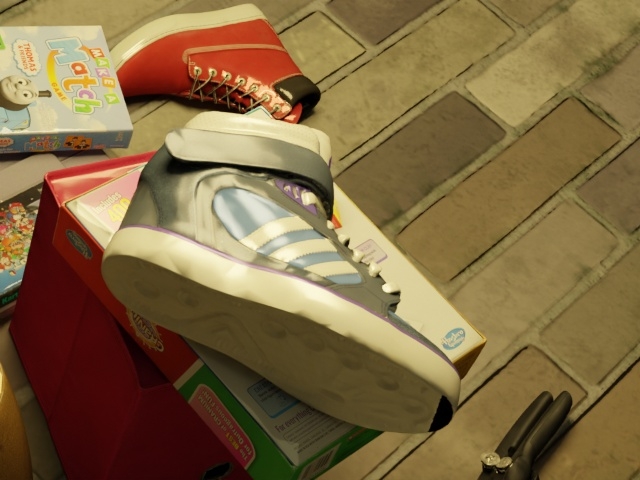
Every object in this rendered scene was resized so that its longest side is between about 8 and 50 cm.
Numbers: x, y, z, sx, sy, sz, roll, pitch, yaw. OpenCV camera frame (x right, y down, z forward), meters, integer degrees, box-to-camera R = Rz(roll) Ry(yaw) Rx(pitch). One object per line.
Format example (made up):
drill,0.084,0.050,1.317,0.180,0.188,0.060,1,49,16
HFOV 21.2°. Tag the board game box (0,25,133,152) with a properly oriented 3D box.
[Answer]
board game box,-0.326,-0.166,1.865,0.211,0.039,0.160,-4,53,-25

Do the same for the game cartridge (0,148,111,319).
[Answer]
game cartridge,-0.371,-0.022,1.796,0.355,0.068,0.230,-31,64,-36

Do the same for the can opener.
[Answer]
can opener,0.215,0.222,1.823,0.059,0.073,0.186,0,36,31

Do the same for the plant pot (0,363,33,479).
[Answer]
plant pot,-0.354,0.188,1.505,0.237,0.254,0.237,10,49,-12

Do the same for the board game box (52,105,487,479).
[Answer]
board game box,-0.046,0.046,1.513,0.242,0.064,0.316,-29,67,-35

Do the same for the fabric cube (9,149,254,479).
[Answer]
fabric cube,-0.131,0.086,1.663,0.254,0.258,0.259,-11,58,-28

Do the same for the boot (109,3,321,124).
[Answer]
boot,-0.121,-0.178,1.993,0.244,0.088,0.176,-20,63,-35

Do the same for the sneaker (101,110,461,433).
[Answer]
sneaker,0.000,0.000,1.434,0.323,0.130,0.236,24,53,7
